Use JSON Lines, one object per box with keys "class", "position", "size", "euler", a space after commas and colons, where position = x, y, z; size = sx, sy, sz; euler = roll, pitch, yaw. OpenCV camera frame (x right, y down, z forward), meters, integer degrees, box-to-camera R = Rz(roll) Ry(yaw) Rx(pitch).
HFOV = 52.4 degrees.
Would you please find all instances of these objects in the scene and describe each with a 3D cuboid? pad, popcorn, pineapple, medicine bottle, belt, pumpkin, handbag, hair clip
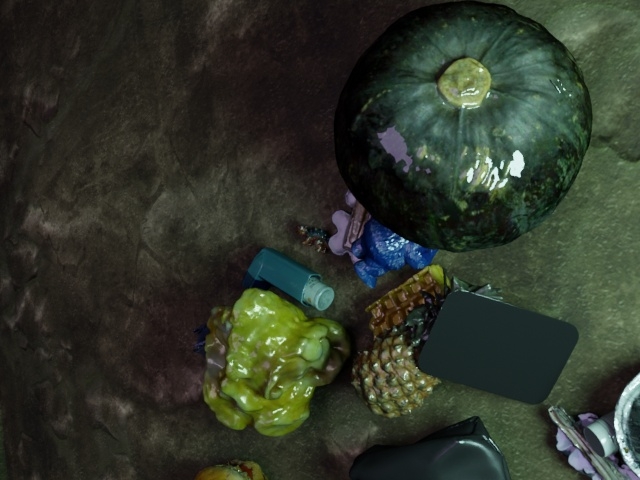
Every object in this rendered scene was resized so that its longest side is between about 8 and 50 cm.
{"class": "pad", "position": [0.326, 0.199, 1.191], "size": [0.004, 0.267, 0.181], "euler": [-96, 26, -71]}
{"class": "popcorn", "position": [-0.123, 0.282, 1.534], "size": [0.334, 0.292, 0.293], "euler": [-54, 46, 34]}
{"class": "pineapple", "position": [0.205, 0.189, 1.250], "size": [0.340, 0.169, 0.169], "euler": [-52, 59, 26]}
{"class": "medicine bottle", "position": [0.501, 0.321, 1.101], "size": [0.091, 0.058, 0.058], "euler": [-25, 68, -8]}
{"class": "medicine bottle", "position": [-0.083, 0.107, 1.614], "size": [0.258, 0.079, 0.124], "euler": [25, 102, 37]}
{"class": "belt", "position": [-0.242, 0.251, 1.716], "size": [0.218, 0.128, 0.122], "euler": [-33, 70, 37]}
{"class": "pumpkin", "position": [0.241, -0.200, 1.156], "size": [0.455, 0.344, 0.454], "euler": [-3, 71, 9]}
{"class": "handbag", "position": [0.250, 0.524, 1.296], "size": [0.342, 0.152, 0.288], "euler": [-31, 82, 40]}
{"class": "hair clip", "position": [0.500, 0.408, 1.124], "size": [0.106, 0.085, 0.292], "euler": [-56, 52, 29]}
{"class": "hair clip", "position": [0.097, -0.069, 1.470], "size": [0.146, 0.075, 0.257], "euler": [19, 109, 21]}

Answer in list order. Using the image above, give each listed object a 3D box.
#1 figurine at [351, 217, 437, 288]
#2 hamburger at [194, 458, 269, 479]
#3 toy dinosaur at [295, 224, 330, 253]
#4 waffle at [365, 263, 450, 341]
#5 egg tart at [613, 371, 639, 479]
{"class": "figurine", "position": [0.170, -0.017, 1.345], "size": [0.262, 0.121, 0.164], "euler": [-45, 54, 17]}
{"class": "hamburger", "position": [-0.233, 0.689, 1.687], "size": [0.244, 0.163, 0.244], "euler": [2, 93, 41]}
{"class": "toy dinosaur", "position": [0.000, 0.000, 1.565], "size": [0.154, 0.049, 0.055], "euler": [24, 90, 27]}
{"class": "waffle", "position": [0.211, 0.198, 1.377], "size": [0.229, 0.057, 0.219], "euler": [-40, 66, 32]}
{"class": "egg tart", "position": [0.581, 0.295, 1.004], "size": [0.234, 0.094, 0.234], "euler": [-1, 86, 19]}
